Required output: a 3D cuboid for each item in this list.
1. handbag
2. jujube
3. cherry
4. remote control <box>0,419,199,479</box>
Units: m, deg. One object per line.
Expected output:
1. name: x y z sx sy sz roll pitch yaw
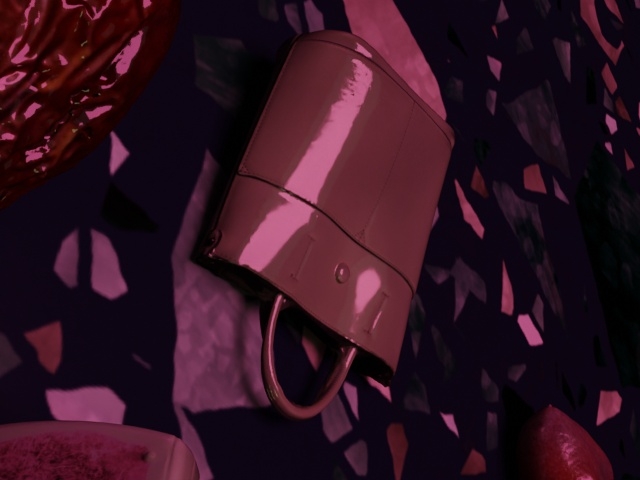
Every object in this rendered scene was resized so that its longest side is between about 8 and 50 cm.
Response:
1. handbag: 0.000 0.000 0.955 0.241 0.109 0.315 37 62 -39
2. jujube: -0.178 -0.116 0.668 0.168 0.168 0.236 45 61 -35
3. cherry: 0.250 0.238 1.175 0.106 0.087 0.126 3 56 -47
4. remote control: -0.153 0.249 0.553 0.050 0.145 0.343 75 18 -53
